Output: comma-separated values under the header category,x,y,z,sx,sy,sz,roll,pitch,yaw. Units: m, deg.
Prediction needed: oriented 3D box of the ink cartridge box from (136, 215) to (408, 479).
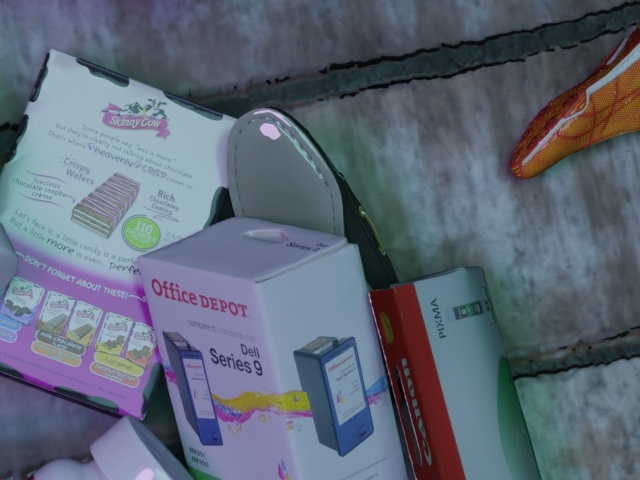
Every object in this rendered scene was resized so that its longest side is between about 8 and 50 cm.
category,x,y,z,sx,sy,sz,roll,pitch,yaw
ink cartridge box,-0.032,0.101,1.353,0.093,0.154,0.212,-21,109,-33

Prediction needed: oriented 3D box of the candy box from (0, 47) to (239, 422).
category,x,y,z,sx,sy,sz,roll,pitch,yaw
candy box,-0.165,-0.002,1.422,0.159,0.071,0.233,21,81,-8

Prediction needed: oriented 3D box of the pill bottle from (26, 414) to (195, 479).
category,x,y,z,sx,sy,sz,roll,pitch,yaw
pill bottle,-0.185,0.228,1.348,0.221,0.121,0.121,-41,92,0

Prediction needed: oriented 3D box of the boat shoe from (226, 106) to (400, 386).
category,x,y,z,sx,sy,sz,roll,pitch,yaw
boat shoe,0.000,0.000,1.431,0.081,0.068,0.227,-19,106,20

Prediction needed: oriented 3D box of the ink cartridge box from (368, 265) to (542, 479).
category,x,y,z,sx,sy,sz,roll,pitch,yaw
ink cartridge box,0.099,0.111,1.383,0.056,0.225,0.181,-15,87,11

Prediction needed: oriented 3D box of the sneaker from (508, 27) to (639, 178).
category,x,y,z,sx,sy,sz,roll,pitch,yaw
sneaker,0.221,-0.098,1.511,0.175,0.064,0.067,-38,101,-9

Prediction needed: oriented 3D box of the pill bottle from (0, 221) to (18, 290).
category,x,y,z,sx,sy,sz,roll,pitch,yaw
pill bottle,-0.304,-0.065,1.339,0.136,0.136,0.245,-26,71,-12
